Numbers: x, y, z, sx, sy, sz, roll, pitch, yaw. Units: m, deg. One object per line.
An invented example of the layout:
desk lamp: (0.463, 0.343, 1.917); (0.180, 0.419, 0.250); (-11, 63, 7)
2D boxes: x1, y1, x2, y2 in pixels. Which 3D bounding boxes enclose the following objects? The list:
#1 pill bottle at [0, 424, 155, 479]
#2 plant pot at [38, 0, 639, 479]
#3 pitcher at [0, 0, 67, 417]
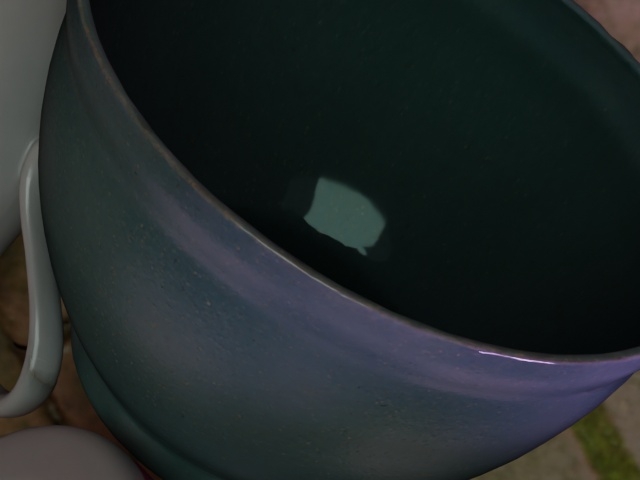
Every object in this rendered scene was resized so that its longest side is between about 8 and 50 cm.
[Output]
pill bottle: (-0.072, 0.225, 0.694); (0.160, 0.160, 0.283); (-31, 127, 10)
plant pot: (0.000, 0.000, 0.668); (0.293, 0.293, 0.196); (34, 127, 2)
pitcher: (-0.166, -0.034, 0.732); (0.177, 0.125, 0.207); (29, 106, 31)
